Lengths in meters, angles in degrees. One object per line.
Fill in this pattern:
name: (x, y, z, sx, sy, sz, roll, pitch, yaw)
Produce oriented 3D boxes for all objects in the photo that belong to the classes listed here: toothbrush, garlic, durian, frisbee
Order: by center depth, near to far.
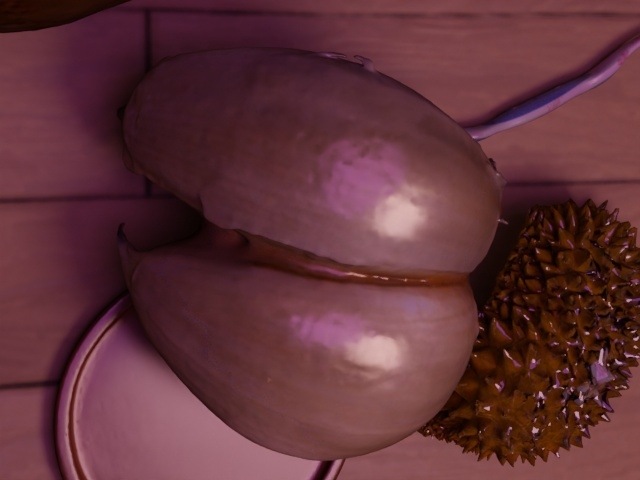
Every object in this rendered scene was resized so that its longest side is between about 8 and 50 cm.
garlic: (0.000, 0.000, 1.202, 0.313, 0.249, 0.286, 18, 115, -34)
frisbee: (-0.088, 0.137, 1.283, 0.251, 0.021, 0.251, -4, 102, -21)
durian: (0.204, 0.080, 1.326, 0.183, 0.138, 0.250, 33, 79, -22)
toothbrush: (0.220, -0.135, 1.358, 0.269, 0.021, 0.027, -26, 102, -15)

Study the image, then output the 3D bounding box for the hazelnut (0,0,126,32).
hazelnut: (-0.212, -0.317, 0.956, 0.421, 0.353, 0.421, 27, 46, -32)
